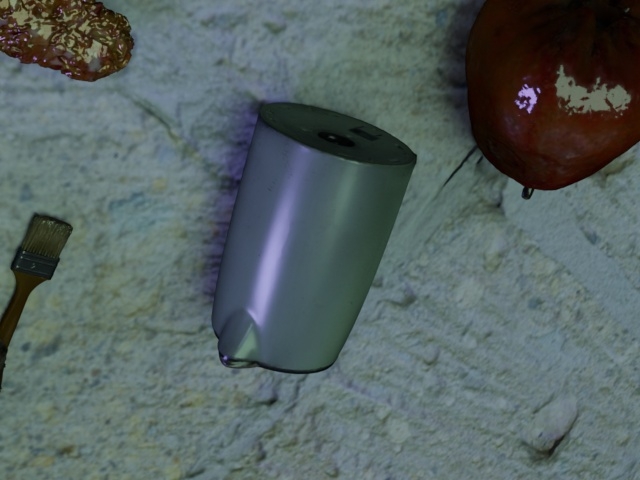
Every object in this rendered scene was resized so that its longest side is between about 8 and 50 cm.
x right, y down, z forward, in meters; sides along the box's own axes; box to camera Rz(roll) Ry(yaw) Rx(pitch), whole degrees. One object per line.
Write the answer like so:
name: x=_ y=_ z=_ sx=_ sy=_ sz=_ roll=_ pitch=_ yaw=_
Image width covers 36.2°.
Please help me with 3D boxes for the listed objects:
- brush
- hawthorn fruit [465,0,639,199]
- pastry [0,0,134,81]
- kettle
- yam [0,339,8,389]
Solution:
brush: x=-0.295 y=0.052 z=0.968 sx=0.043 sy=0.014 sz=0.170 roll=19 pitch=105 yaw=-34
hawthorn fruit: x=0.254 y=-0.158 z=1.067 sx=0.224 sy=0.224 sz=0.261 roll=-14 pitch=141 yaw=-24
pastry: x=-0.244 y=-0.195 z=0.840 sx=0.169 sy=0.063 sz=0.087 roll=26 pitch=105 yaw=-34
kettle: x=0.000 y=0.000 z=1.033 sx=0.240 sy=0.165 sz=0.255 roll=-17 pitch=128 yaw=-56
yam: x=-0.350 y=0.160 z=0.952 sx=0.079 sy=0.079 sz=0.141 roll=5 pitch=109 yaw=-32
